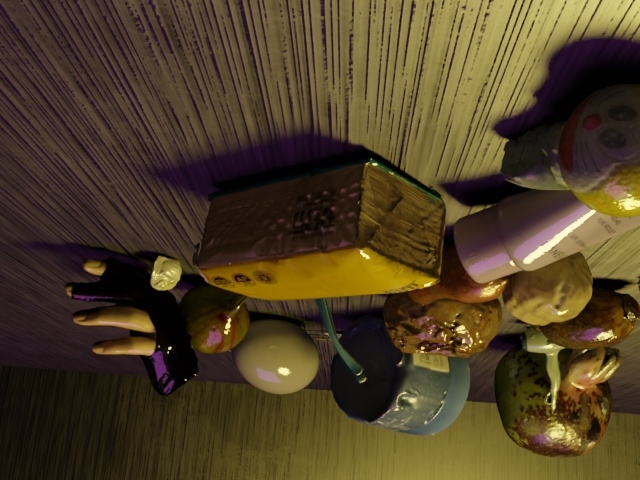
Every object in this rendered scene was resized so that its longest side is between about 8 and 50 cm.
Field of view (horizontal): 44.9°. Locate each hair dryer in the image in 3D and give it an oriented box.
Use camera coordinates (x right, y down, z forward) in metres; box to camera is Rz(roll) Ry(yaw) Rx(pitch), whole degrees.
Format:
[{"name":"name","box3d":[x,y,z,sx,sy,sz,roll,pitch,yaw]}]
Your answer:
[{"name":"hair dryer","box3d":[0.533,0.258,1.656,0.167,0.199,0.067,-22,-173,12]}]

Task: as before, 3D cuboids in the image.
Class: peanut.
[{"name":"peanut","box3d":[0.337,0.066,1.165,0.123,0.124,0.257,2,173,8]}]

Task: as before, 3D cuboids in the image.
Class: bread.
[{"name":"bread","box3d":[0.227,0.154,1.467,0.230,0.123,0.230,4,166,1]}]

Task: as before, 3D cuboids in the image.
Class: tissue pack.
[{"name":"tissue pack","box3d":[0.000,0.000,1.001,0.271,0.134,0.192,-9,159,38]}]

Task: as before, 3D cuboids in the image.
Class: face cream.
[{"name":"face cream","box3d":[0.301,-0.029,0.933,0.274,0.096,0.154,-22,148,31]},{"name":"face cream","box3d":[0.173,0.301,1.741,0.225,0.249,0.249,23,156,-39]}]

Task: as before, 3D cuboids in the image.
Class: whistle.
[{"name":"whistle","box3d":[0.247,-0.085,0.726,0.123,0.123,0.223,15,175,-31]}]

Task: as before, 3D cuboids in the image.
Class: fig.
[{"name":"fig","box3d":[-0.197,0.153,1.533,0.148,0.142,0.186,-9,180,-26]}]

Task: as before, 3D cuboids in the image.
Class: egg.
[{"name":"egg","box3d":[-0.111,0.274,1.851,0.232,0.176,0.176,23,155,-35]}]

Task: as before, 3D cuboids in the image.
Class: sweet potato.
[{"name":"sweet potato","box3d":[0.193,0.055,1.221,0.097,0.097,0.292,11,171,-19]}]

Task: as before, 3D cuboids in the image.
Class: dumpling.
[{"name":"dumpling","box3d":[-0.279,0.061,1.403,0.052,0.057,0.076,8,163,-11]}]

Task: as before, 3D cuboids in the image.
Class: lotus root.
[{"name":"lotus root","box3d":[0.459,0.138,1.366,0.120,0.120,0.209,20,156,-41]}]

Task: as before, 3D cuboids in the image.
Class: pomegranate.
[{"name":"pomegranate","box3d":[0.566,0.340,1.787,0.285,0.285,0.341,11,139,-20]}]

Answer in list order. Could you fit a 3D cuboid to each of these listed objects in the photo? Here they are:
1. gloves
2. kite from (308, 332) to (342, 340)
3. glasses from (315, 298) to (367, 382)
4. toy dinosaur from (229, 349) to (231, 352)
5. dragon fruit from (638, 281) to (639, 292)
[{"name":"gloves","box3d":[-0.341,0.142,1.435,0.301,0.152,0.197,43,-173,-34]},{"name":"kite","box3d":[0.031,0.250,2.011,0.310,0.015,0.169,2,163,2]},{"name":"glasses","box3d":[0.036,0.135,1.366,0.088,0.220,0.190,-34,162,-7]},{"name":"toy dinosaur","box3d":[-0.287,0.222,1.837,0.144,0.076,0.329,23,165,29]},{"name":"dragon fruit","box3d":[0.591,0.113,1.256,0.153,0.111,0.153,7,161,3]}]
